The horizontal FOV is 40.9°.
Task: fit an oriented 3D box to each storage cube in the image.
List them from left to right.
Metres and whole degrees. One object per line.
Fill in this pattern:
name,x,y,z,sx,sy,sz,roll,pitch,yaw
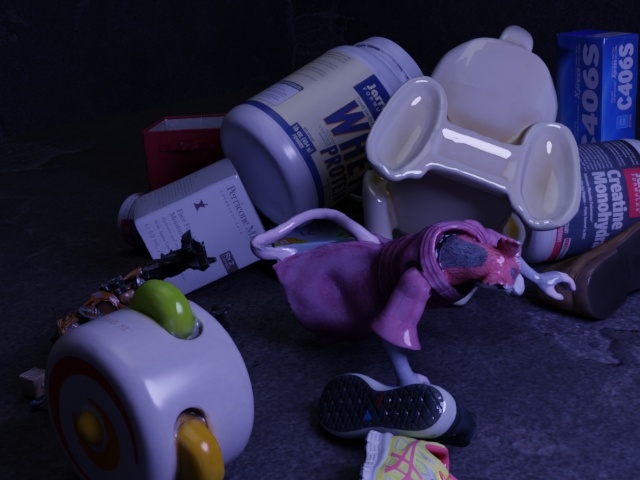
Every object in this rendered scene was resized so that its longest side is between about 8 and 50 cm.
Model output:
storage cube,-0.277,-0.174,1.930,0.184,0.193,0.215,-2,17,6

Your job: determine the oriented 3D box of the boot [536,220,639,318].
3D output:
boot,0.441,0.029,1.291,0.305,0.112,0.115,-20,13,-36

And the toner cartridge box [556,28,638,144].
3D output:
toner cartridge box,0.519,-0.217,1.628,0.075,0.347,0.165,-9,18,-12

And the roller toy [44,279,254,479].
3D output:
roller toy,-0.175,0.164,0.852,0.146,0.209,0.191,-22,-10,-45

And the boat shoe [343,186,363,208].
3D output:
boat shoe,0.221,-0.137,1.768,0.500,0.156,0.187,11,25,42

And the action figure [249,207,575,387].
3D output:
action figure,0.121,0.028,1.052,0.248,0.275,0.370,-35,3,-28

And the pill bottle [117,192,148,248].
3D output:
pill bottle,-0.278,-0.030,1.615,0.194,0.108,0.108,7,21,33

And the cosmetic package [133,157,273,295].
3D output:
cosmetic package,-0.197,-0.025,1.437,0.184,0.151,0.151,-25,20,-3

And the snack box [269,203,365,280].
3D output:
snack box,0.000,0.000,1.520,0.175,0.070,0.207,-7,16,-4

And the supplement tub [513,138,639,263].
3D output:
supplement tub,0.454,-0.069,1.433,0.272,0.191,0.191,-7,18,-8

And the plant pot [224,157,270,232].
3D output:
plant pot,-0.079,-0.128,1.712,0.263,0.263,0.229,-1,35,10

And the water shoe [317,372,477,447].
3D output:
water shoe,0.077,0.193,0.924,0.080,0.073,0.203,35,-23,-31

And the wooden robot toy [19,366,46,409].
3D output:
wooden robot toy,-0.307,0.170,1.040,0.076,0.079,0.173,-19,23,-38

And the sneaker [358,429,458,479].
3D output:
sneaker,0.082,0.230,0.763,0.094,0.081,0.208,0,18,7

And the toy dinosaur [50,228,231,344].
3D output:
toy dinosaur,-0.250,0.088,1.191,0.218,0.164,0.322,-18,22,7

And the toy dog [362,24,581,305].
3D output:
toy dog,0.191,-0.101,1.323,0.285,0.395,0.408,12,-26,-2

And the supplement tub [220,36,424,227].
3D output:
supplement tub,0.014,-0.195,1.503,0.325,0.235,0.235,-36,30,-23

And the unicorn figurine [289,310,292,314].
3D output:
unicorn figurine,0.027,0.060,1.340,0.162,0.060,0.111,-6,17,-4
